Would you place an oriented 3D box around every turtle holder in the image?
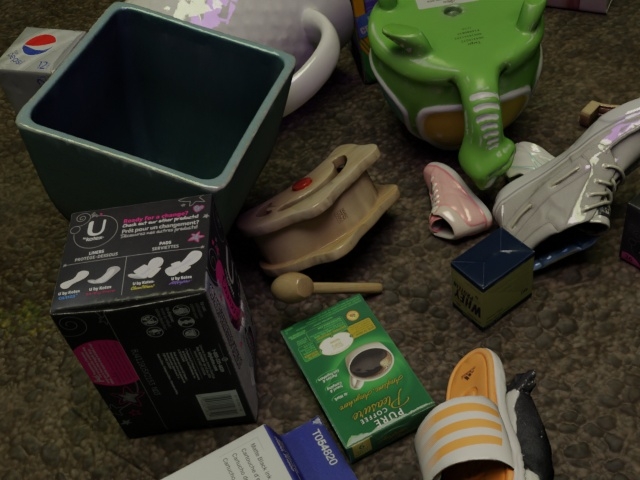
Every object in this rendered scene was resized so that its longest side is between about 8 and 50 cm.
[{"bbox_3d":[0.206,-0.236,1.159,0.243,0.228,0.320,-32,50,-19],"label":"turtle holder"}]

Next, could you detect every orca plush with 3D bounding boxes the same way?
[{"bbox_3d":[0.185,0.275,0.816,0.151,0.102,0.287,-40,19,37],"label":"orca plush"}]

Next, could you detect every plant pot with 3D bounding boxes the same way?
[{"bbox_3d":[-0.193,-0.099,1.055,0.247,0.252,0.247,18,51,7],"label":"plant pot"}]

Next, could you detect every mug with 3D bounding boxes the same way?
[{"bbox_3d":[-0.129,-0.286,1.236,0.328,0.276,0.374,-43,48,-15],"label":"mug"}]

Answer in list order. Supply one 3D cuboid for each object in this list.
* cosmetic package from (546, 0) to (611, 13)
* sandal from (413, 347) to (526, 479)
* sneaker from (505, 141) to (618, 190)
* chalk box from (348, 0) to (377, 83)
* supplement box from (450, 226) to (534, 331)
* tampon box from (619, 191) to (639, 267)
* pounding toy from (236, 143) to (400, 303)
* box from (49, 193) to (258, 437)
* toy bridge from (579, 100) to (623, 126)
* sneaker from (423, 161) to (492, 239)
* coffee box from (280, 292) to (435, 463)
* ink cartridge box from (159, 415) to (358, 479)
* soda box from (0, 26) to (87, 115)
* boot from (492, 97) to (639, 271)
[{"bbox_3d":[0.359,-0.497,1.422,0.296,0.153,0.129,14,54,25],"label":"cosmetic package"},{"bbox_3d":[0.133,0.184,0.829,0.102,0.076,0.265,-46,15,24],"label":"sandal"},{"bbox_3d":[0.320,-0.082,1.122,0.152,0.054,0.061,21,71,30],"label":"sneaker"},{"bbox_3d":[0.117,-0.427,1.310,0.179,0.289,0.180,-13,47,-1],"label":"chalk box"},{"bbox_3d":[0.205,0.046,0.997,0.083,0.083,0.056,-32,50,-18],"label":"supplement box"},{"bbox_3d":[0.460,-0.028,1.001,0.161,0.101,0.120,-38,52,-21],"label":"tampon box"},{"bbox_3d":[0.000,0.000,1.094,0.154,0.155,0.269,-8,29,45],"label":"pounding toy"},{"bbox_3d":[-0.167,0.088,0.922,0.163,0.247,0.142,-8,48,4],"label":"box"},{"bbox_3d":[0.462,-0.156,1.171,0.188,0.026,0.063,29,58,32],"label":"toy bridge"},{"bbox_3d":[0.162,-0.051,1.118,0.070,0.051,0.134,-25,52,-18],"label":"sneaker"},{"bbox_3d":[0.040,0.154,0.962,0.113,0.040,0.184,-25,48,-12],"label":"coffee box"},{"bbox_3d":[-0.053,0.299,0.844,0.223,0.045,0.223,-26,48,-13],"label":"ink cartridge box"},{"bbox_3d":[-0.327,-0.146,1.143,0.098,0.286,0.091,8,51,20],"label":"soda box"},{"bbox_3d":[0.336,-0.060,1.013,0.258,0.095,0.123,-37,39,25],"label":"boot"}]
